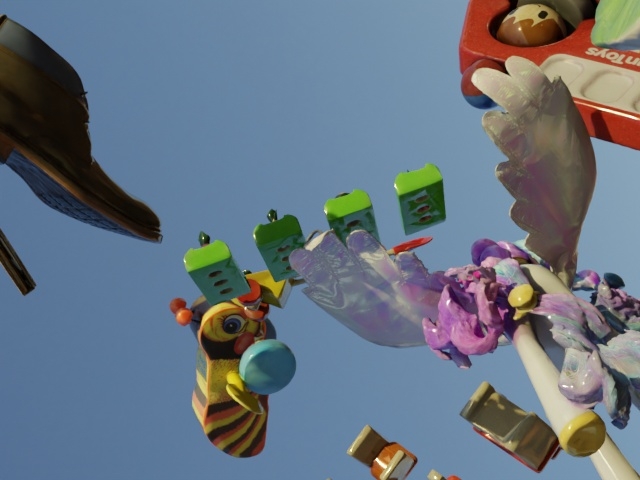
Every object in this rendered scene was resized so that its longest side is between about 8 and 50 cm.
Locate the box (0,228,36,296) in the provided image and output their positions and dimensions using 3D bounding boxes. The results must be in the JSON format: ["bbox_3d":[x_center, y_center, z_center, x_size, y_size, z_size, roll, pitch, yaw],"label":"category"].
[{"bbox_3d":[-0.393,-0.038,1.410,0.201,0.021,0.164,38,157,59],"label":"box"}]

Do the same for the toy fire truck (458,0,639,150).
[{"bbox_3d":[0.273,-0.200,1.251,0.254,0.302,0.169,-42,-41,-35],"label":"toy fire truck"}]

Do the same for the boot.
[{"bbox_3d":[-0.194,-0.081,0.969,0.219,0.082,0.106,33,-107,-37],"label":"boot"}]

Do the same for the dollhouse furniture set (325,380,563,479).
[{"bbox_3d":[0.166,0.301,1.398,0.262,0.259,0.135,32,173,37],"label":"dollhouse furniture set"}]

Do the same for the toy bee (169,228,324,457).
[{"bbox_3d":[-0.117,0.122,1.520,0.162,0.195,0.298,8,-90,-25],"label":"toy bee"}]

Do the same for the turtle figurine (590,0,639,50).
[{"bbox_3d":[0.245,-0.078,0.446,0.266,0.198,0.275,28,-128,-8],"label":"turtle figurine"}]

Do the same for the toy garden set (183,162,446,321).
[{"bbox_3d":[0.000,0.000,1.205,0.204,0.244,0.049,70,180,-69],"label":"toy garden set"}]

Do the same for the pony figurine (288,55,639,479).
[{"bbox_3d":[0.190,0.065,1.126,0.351,0.303,0.363,49,-175,-41],"label":"pony figurine"}]
